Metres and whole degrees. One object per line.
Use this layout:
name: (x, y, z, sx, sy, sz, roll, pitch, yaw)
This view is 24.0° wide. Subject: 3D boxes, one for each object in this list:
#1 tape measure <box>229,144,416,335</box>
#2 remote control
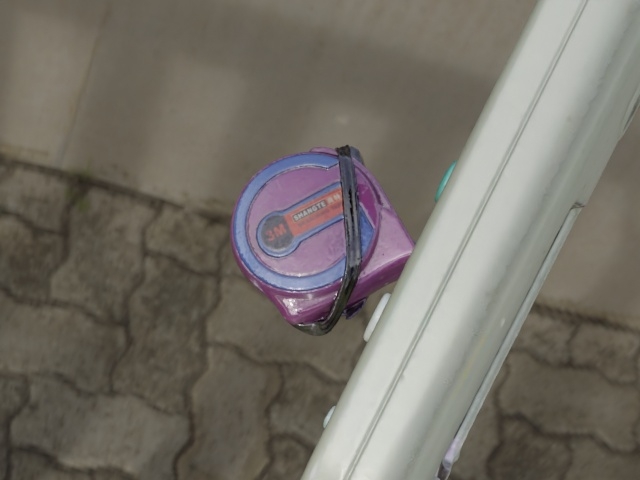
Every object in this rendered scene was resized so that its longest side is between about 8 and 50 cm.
tape measure: (0.000, 0.000, 1.055, 0.118, 0.074, 0.125, -28, 72, 2)
remote control: (0.053, 0.000, 0.449, 0.042, 0.078, 0.221, 28, 95, 13)
